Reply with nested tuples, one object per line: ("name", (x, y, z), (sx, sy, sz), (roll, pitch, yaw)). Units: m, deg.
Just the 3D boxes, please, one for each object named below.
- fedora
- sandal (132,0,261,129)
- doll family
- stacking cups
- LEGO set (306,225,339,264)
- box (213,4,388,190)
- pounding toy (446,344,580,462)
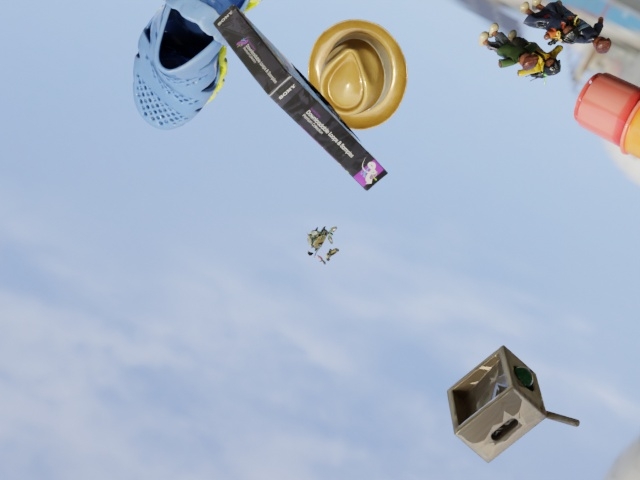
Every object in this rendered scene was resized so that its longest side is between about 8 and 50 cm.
("fedora", (0.053, -0.274, 2.663), (0.194, 0.194, 0.079), (30, -154, 8))
("sandal", (-0.168, -0.245, 1.934), (0.126, 0.317, 0.138), (32, -134, 2))
("doll family", (0.315, -0.273, 2.161), (0.193, 0.076, 0.111), (-38, -129, -18))
("stacking cups", (0.398, -0.077, 1.580), (0.316, 0.096, 0.096), (28, -160, 25))
("LEGO set", (-0.002, 0.002, 2.201), (0.054, 0.083, 0.023), (-34, -122, -22))
("box", (-0.017, -0.119, 1.332), (0.162, 0.029, 0.116), (44, -173, -47))
("pounding toy", (0.264, 0.230, 2.178), (0.100, 0.141, 0.130), (42, -160, -21))
